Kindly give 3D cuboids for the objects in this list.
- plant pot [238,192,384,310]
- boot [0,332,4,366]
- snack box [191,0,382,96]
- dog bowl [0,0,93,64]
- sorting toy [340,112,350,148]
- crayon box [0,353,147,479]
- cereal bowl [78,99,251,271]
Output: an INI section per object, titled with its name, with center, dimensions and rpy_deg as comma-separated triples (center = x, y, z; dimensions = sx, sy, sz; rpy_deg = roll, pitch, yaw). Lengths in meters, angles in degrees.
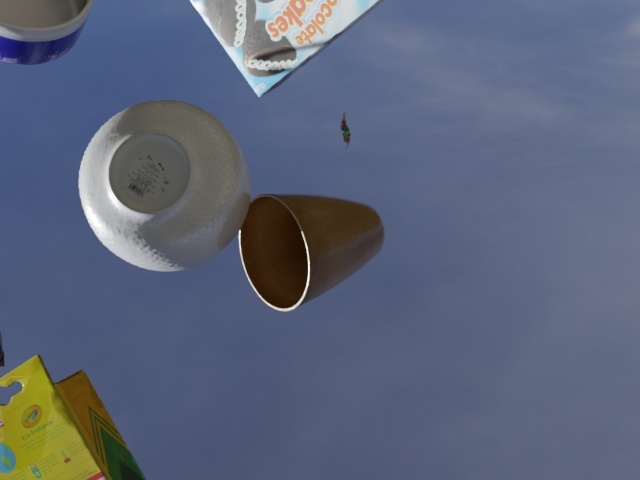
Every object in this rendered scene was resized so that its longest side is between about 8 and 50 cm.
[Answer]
[plant pot]
center = 0.000, 0.000, 1.771
dimensions = 0.254, 0.237, 0.237
rpy_deg = -15, -145, -38
[boot]
center = -0.626, 0.199, 1.526
dimensions = 0.114, 0.106, 0.037
rpy_deg = -3, -136, -18
[snack box]
center = -0.028, -0.359, 1.181
dimensions = 0.322, 0.187, 0.060
rpy_deg = -31, -173, 41
[dog bowl]
center = -0.552, -0.454, 1.556
dimensions = 0.265, 0.104, 0.265
rpy_deg = 14, -122, -23
[sorting toy]
center = 0.048, -0.215, 1.660
dimensions = 0.012, 0.062, 0.083
rpy_deg = -9, 175, -3
[crayon box]
center = -0.411, 0.347, 1.349
dimensions = 0.202, 0.318, 0.081
rpy_deg = -30, 179, 20
[cereal bowl]
center = -0.305, -0.115, 1.636
dimensions = 0.339, 0.339, 0.141
rpy_deg = 3, 171, 4
